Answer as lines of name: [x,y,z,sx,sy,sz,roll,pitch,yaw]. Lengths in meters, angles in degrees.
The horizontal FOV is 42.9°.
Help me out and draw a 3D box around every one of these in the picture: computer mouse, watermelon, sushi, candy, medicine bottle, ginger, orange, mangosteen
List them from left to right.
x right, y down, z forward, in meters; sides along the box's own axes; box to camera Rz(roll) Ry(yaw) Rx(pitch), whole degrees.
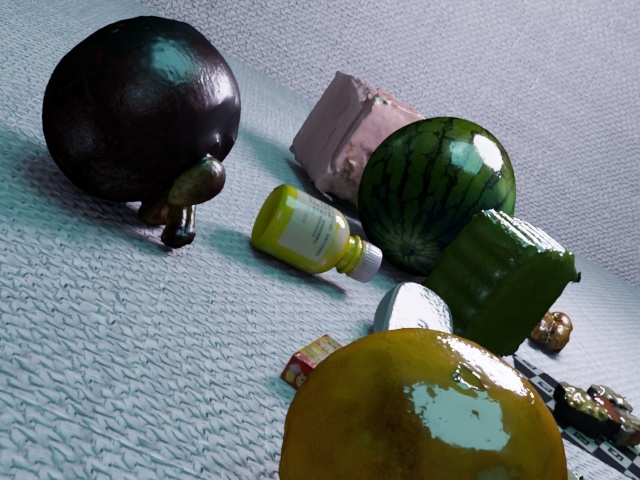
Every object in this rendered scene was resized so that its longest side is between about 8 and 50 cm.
mangosteen: [-0.241,-0.174,1.172,0.293,0.297,0.297,34,16,17]
medicine bottle: [0.000,0.000,1.383,0.212,0.122,0.122,26,17,-19]
candy: [0.002,0.163,1.049,0.062,0.038,0.122,35,16,13]
computer mouse: [0.144,0.153,1.290,0.127,0.079,0.231,28,32,-2]
orange: [0.089,0.203,0.736,0.261,0.261,0.261,29,16,-9]
watermelon: [0.243,-0.090,1.722,0.363,0.363,0.363,29,16,-9]
ginger: [0.513,0.204,1.823,0.103,0.073,0.162,19,21,6]
sushi: [0.492,0.306,1.495,0.292,0.059,0.294,31,16,-1]

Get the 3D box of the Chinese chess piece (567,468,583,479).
Chinese chess piece: [0.246,0.309,0.988,0.188,0.083,0.188,30,18,-11]

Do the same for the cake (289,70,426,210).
cake: [0.130,-0.223,2.000,0.306,0.293,0.314,26,10,-28]

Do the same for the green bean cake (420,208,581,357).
green bean cake: [0.320,0.081,1.497,0.246,0.250,0.156,12,25,-48]
